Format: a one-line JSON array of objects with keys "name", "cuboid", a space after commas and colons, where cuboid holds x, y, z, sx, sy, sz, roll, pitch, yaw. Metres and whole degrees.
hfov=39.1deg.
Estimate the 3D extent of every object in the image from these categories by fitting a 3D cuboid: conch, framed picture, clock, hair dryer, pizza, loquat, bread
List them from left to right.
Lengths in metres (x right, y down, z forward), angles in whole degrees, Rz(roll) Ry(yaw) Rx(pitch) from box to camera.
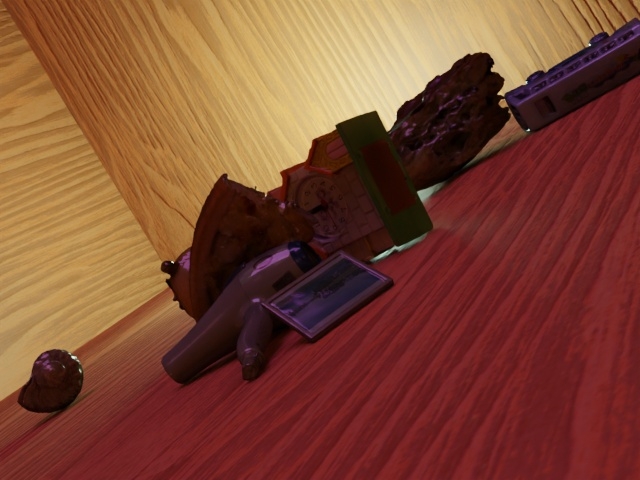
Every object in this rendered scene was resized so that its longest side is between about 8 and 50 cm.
[{"name": "conch", "cuboid": [-0.616, 0.327, 2.050, 0.155, 0.130, 0.207, -19, -14, -22]}, {"name": "loquat", "cuboid": [-0.240, 0.085, 1.888, 0.204, 0.172, 0.149, 17, -28, -26]}, {"name": "hair dryer", "cuboid": [-0.142, 0.148, 1.327, 0.296, 0.119, 0.298, -35, 15, 34]}, {"name": "pizza", "cuboid": [-0.103, 0.042, 1.468, 0.223, 0.323, 0.089, -6, 33, -25]}, {"name": "framed picture", "cuboid": [0.009, 0.072, 1.213, 0.149, 0.011, 0.109, -33, 41, -27]}, {"name": "clock", "cuboid": [0.027, -0.061, 1.528, 0.255, 0.220, 0.106, -28, -1, 42]}, {"name": "bread", "cuboid": [0.277, -0.242, 2.045, 0.314, 0.191, 0.370, -36, 11, 37]}]

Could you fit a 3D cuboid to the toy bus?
[{"name": "toy bus", "cuboid": [0.562, -0.348, 1.952, 0.329, 0.109, 0.136, -30, 16, 20]}]
